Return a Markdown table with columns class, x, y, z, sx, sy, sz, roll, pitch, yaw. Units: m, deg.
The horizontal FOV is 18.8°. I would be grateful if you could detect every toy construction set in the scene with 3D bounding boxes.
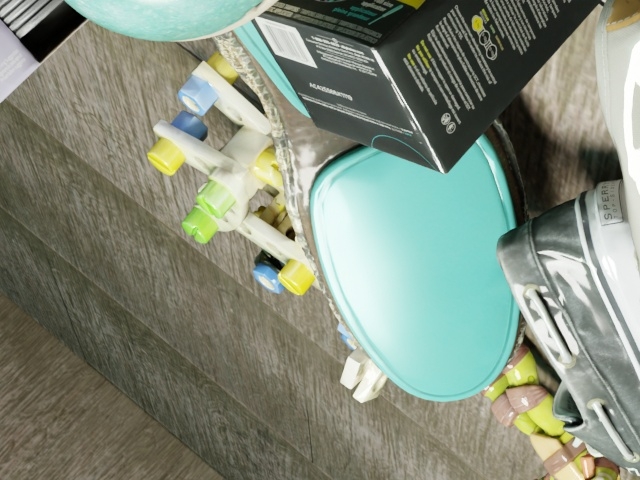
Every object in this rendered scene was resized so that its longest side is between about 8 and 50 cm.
| class | x | y | z | sx | sy | sz | roll | pitch | yaw |
| --- | --- | --- | --- | --- | --- | --- | --- | --- | --- |
| toy construction set | 0.000 | 0.000 | 1.651 | 0.327 | 0.151 | 0.215 | 48 | 165 | 21 |

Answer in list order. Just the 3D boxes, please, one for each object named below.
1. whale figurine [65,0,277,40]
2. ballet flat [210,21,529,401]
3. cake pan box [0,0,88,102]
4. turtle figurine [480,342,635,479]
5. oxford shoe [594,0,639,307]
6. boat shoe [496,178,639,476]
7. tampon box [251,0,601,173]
| class | x | y | z | sx | sy | sz | roll | pitch | yaw |
| --- | --- | --- | --- | --- | --- | --- | --- | --- | --- |
| whale figurine | -0.114 | -0.239 | 1.057 | 0.272 | 0.216 | 0.141 | 58 | -164 | 6 |
| ballet flat | 0.028 | -0.107 | 1.315 | 0.182 | 0.164 | 0.483 | -98 | -16 | -51 |
| cake pan box | -0.239 | -0.182 | 1.552 | 0.070 | 0.246 | 0.267 | 47 | 163 | -15 |
| turtle figurine | 0.211 | 0.175 | 1.672 | 0.217 | 0.087 | 0.269 | 49 | 172 | 6 |
| oxford shoe | 0.237 | -0.003 | 1.079 | 0.130 | 0.169 | 0.449 | 39 | 160 | 36 |
| boat shoe | 0.221 | 0.099 | 1.366 | 0.119 | 0.121 | 0.335 | -15 | 120 | 22 |
| tampon box | 0.063 | -0.141 | 1.120 | 0.120 | 0.161 | 0.101 | 22 | 153 | 46 |
